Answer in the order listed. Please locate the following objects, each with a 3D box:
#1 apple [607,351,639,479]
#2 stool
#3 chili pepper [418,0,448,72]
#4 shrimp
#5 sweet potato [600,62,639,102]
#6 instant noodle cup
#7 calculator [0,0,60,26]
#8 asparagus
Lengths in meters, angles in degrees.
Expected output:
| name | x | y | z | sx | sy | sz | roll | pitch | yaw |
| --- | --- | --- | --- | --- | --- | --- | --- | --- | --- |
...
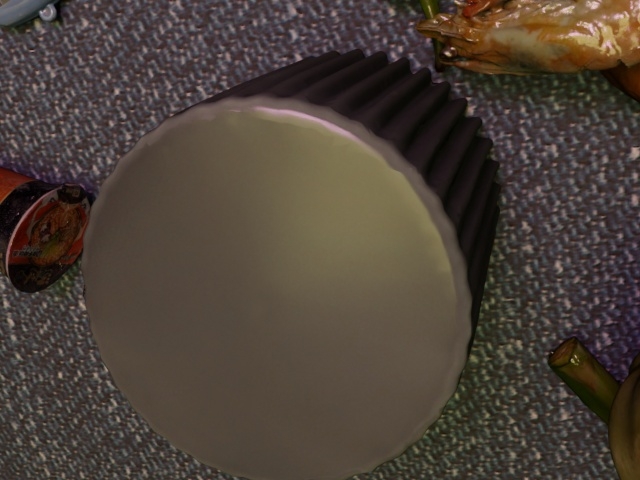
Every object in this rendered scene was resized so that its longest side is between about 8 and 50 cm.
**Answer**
| name | x | y | z | sx | sy | sz | roll | pitch | yaw |
| --- | --- | --- | --- | --- | --- | --- | --- | --- | --- |
| apple | 0.409 | 0.127 | 0.507 | 0.357 | 0.357 | 0.357 | 3 | 106 | 12 |
| stool | 0.000 | 0.000 | 0.567 | 0.297 | 0.330 | 0.297 | 3 | 107 | 12 |
| chili pepper | -0.003 | -0.310 | 0.621 | 0.368 | 0.092 | 0.137 | 38 | 137 | 4 |
| shrimp | 0.176 | -0.187 | 0.550 | 0.217 | 0.051 | 0.115 | 2 | 100 | 35 |
| sweet potato | 0.287 | -0.164 | 0.575 | 0.112 | 0.112 | 0.359 | -41 | 90 | 19 |
| instant noodle cup | -0.342 | -0.026 | 0.755 | 0.136 | 0.127 | 0.127 | 25 | 109 | 14 |
| calculator | -0.326 | -0.318 | 0.706 | 0.121 | 0.039 | 0.210 | -25 | 99 | 19 |
| asparagus | 0.300 | 0.172 | 0.700 | 0.178 | 0.041 | 0.045 | 46 | 118 | -3 |
